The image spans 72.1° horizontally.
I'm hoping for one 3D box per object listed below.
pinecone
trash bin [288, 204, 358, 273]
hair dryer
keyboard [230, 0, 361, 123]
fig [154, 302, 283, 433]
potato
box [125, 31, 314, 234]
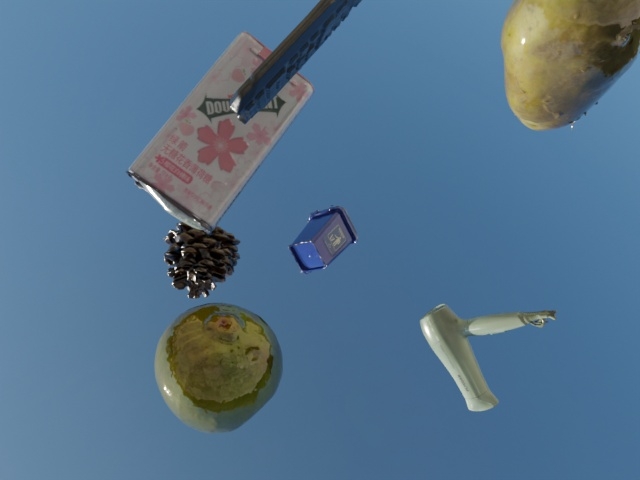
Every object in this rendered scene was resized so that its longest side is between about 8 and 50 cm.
[{"bbox_3d":[-0.386,0.048,1.399,0.243,0.244,0.257,26,-137,1],"label":"pinecone"},{"bbox_3d":[0.000,0.000,1.540,0.234,0.183,0.163,-49,-63,-46],"label":"trash bin"},{"bbox_3d":[0.316,0.187,0.782,0.075,0.237,0.207,-22,-100,-51],"label":"hair dryer"},{"bbox_3d":[0.022,-0.194,0.348,0.016,0.106,0.262,43,-87,-12],"label":"keyboard"},{"bbox_3d":[-0.163,0.217,0.737,0.207,0.230,0.207,-6,-138,6],"label":"fig"},{"bbox_3d":[0.356,-0.263,0.628,0.191,0.296,0.141,-30,-116,6],"label":"potato"},{"bbox_3d":[-0.190,-0.205,0.864,0.190,0.112,0.370,37,-102,-8],"label":"box"}]
